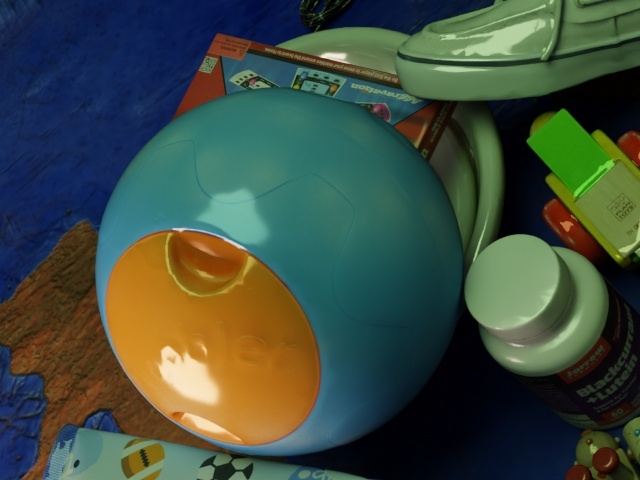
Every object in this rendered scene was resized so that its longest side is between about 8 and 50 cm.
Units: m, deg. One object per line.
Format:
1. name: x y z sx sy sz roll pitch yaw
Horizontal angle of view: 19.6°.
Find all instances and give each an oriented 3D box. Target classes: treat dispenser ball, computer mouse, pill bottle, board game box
1. treat dispenser ball: -0.031 0.024 1.449 0.288 0.288 0.288 -15 58 26
2. computer mouse: -0.021 -0.184 1.847 0.071 0.041 0.242 10 70 37
3. pill bottle: 0.191 0.070 1.471 0.108 0.193 0.108 -15 58 26
4. board game box: -0.020 -0.098 1.679 0.281 0.027 0.145 17 76 38

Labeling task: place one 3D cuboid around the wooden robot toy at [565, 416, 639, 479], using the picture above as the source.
1. wooden robot toy: 0.230 0.171 1.476 0.173 0.076 0.079 -36 40 11

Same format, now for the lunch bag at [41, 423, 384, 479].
1. lunch bag: -0.103 0.378 1.470 0.327 0.239 0.385 4 60 32

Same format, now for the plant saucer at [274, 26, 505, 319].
1. plant saucer: 0.000 0.000 1.694 0.400 0.100 0.400 -15 57 25

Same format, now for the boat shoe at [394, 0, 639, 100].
1. boat shoe: 0.234 -0.223 1.554 0.367 0.156 0.136 -10 22 7

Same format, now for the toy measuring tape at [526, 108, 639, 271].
1. toy measuring tape: 0.275 0.007 1.509 0.121 0.121 0.330 -42 53 6
